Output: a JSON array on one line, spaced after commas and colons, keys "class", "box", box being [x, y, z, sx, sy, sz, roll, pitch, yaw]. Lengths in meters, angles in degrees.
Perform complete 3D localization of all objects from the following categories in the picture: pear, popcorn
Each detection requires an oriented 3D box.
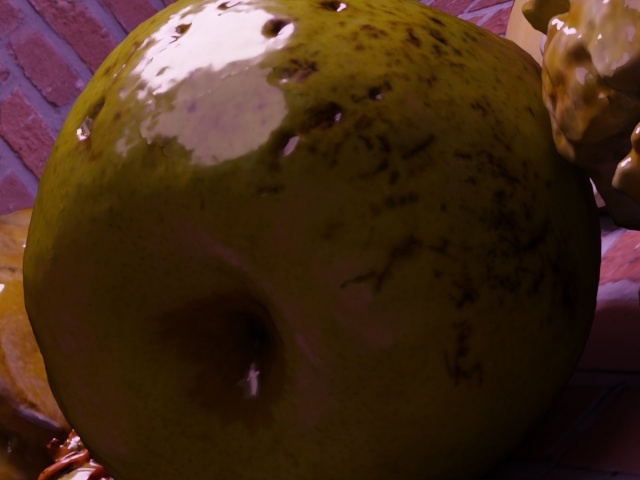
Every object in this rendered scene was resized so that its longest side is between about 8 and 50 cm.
[{"class": "pear", "box": [0.000, 0.000, 1.245, 0.391, 0.391, 0.391, -35, 15, 11]}, {"class": "popcorn", "box": [0.260, -0.091, 1.110, 0.276, 0.225, 0.276, -18, -11, -3]}]

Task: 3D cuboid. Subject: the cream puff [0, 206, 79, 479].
[{"class": "cream puff", "box": [-0.281, 0.148, 1.688, 0.378, 0.275, 0.378, -34, -15, -10]}]

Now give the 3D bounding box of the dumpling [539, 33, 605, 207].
[{"class": "dumpling", "box": [0.232, -0.136, 1.483, 0.193, 0.147, 0.258, -4, 61, 49]}]

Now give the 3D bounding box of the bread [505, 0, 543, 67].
[{"class": "bread", "box": [0.257, -0.224, 1.690, 0.262, 0.162, 0.204, -67, 21, -3]}]

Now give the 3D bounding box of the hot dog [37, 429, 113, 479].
[{"class": "hot dog", "box": [-0.142, 0.186, 1.461, 0.158, 0.117, 0.349, -23, 21, 46]}]
